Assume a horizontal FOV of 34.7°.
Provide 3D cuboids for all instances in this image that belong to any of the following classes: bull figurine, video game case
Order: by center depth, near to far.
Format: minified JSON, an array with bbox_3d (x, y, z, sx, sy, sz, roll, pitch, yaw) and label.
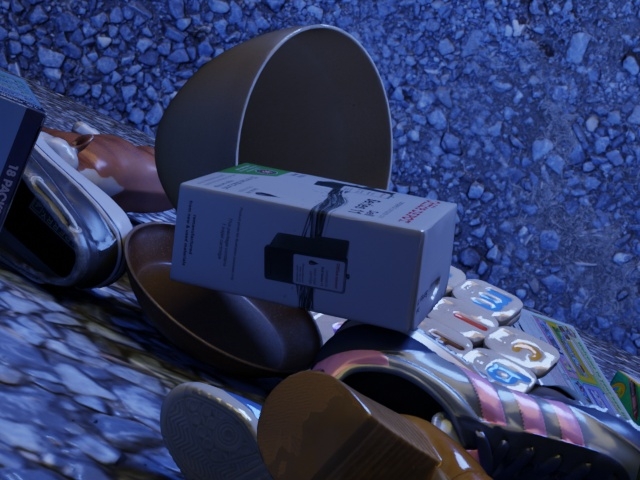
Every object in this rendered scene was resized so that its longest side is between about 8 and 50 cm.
[{"bbox_3d":[0.305,0.175,1.264,0.193,0.023,0.212,19,35,-42],"label":"video game case"},{"bbox_3d":[-0.295,-0.092,1.267,0.188,0.101,0.310,26,6,30],"label":"bull figurine"}]

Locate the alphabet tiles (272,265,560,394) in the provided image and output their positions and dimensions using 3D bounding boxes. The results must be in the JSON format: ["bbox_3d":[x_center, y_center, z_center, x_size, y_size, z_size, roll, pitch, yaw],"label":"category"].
[{"bbox_3d":[0.081,0.088,1.010,0.278,0.021,0.284,26,31,27],"label":"alphabet tiles"}]

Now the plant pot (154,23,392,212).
[{"bbox_3d":[-0.073,-0.098,1.152,0.191,0.284,0.284,8,-5,36],"label":"plant pot"}]

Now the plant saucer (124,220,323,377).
[{"bbox_3d":[-0.089,0.058,0.894,0.199,0.036,0.198,29,21,-12],"label":"plant saucer"}]

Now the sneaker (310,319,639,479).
[{"bbox_3d":[0.132,0.167,0.783,0.319,0.112,0.131,22,21,13],"label":"sneaker"}]

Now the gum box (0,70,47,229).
[{"bbox_3d":[-0.241,-0.035,0.699,0.041,0.157,0.184,21,7,-25],"label":"gum box"}]

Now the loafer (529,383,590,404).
[{"bbox_3d":[0.193,0.181,0.999,0.084,0.096,0.267,-18,17,-14],"label":"loafer"}]

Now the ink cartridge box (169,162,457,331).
[{"bbox_3d":[0.000,0.000,0.870,0.208,0.086,0.153,12,14,15],"label":"ink cartridge box"}]

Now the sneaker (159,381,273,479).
[{"bbox_3d":[-0.019,0.130,0.602,0.152,0.058,0.084,30,13,12],"label":"sneaker"}]

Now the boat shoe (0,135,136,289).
[{"bbox_3d":[-0.305,-0.057,0.895,0.306,0.113,0.105,42,15,12],"label":"boat shoe"}]

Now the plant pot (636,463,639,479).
[{"bbox_3d":[0.367,0.174,0.590,0.353,0.366,0.366,14,3,17],"label":"plant pot"}]

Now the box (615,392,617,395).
[{"bbox_3d":[0.322,0.204,1.360,0.169,0.054,0.059,18,9,-44],"label":"box"}]

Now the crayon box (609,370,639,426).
[{"bbox_3d":[0.530,0.282,1.378,0.278,0.081,0.165,24,6,-6],"label":"crayon box"}]

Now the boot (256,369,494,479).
[{"bbox_3d":[0.095,0.185,0.433,0.211,0.104,0.295,41,8,-43],"label":"boot"}]
